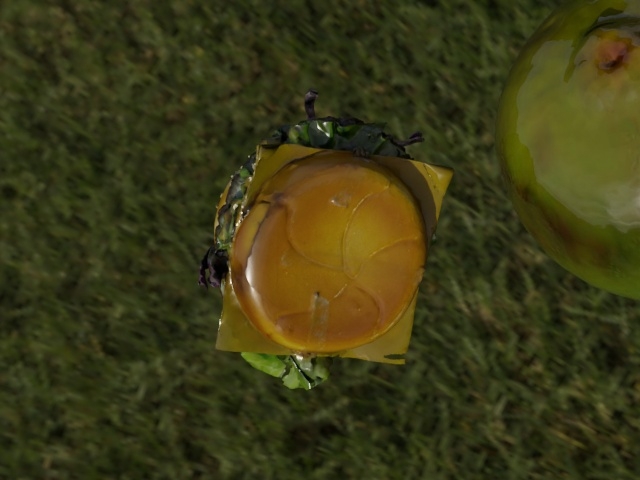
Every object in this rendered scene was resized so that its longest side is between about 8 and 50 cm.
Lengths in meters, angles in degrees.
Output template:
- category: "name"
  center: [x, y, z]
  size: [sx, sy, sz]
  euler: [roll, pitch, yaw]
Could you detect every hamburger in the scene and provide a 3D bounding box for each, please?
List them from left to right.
- category: "hamburger"
  center: [-0.003, 0.003, 1.080]
  size: [0.093, 0.164, 0.189]
  euler: [35, 104, 63]

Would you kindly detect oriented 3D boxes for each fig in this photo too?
- category: "fig"
  center: [0.212, -0.053, 1.026]
  size: [0.207, 0.230, 0.207]
  euler: [-3, 56, 5]
